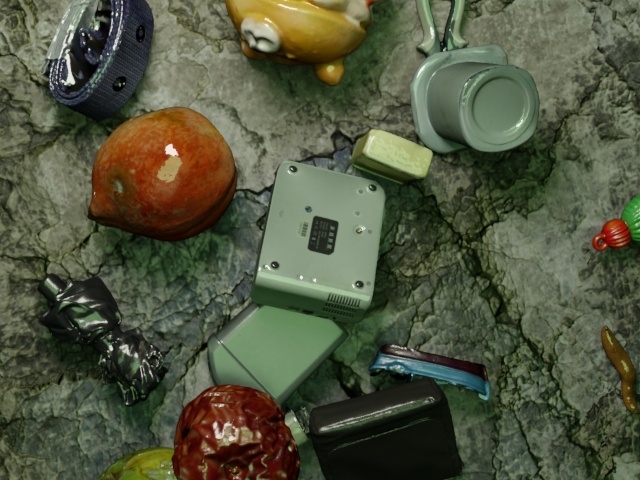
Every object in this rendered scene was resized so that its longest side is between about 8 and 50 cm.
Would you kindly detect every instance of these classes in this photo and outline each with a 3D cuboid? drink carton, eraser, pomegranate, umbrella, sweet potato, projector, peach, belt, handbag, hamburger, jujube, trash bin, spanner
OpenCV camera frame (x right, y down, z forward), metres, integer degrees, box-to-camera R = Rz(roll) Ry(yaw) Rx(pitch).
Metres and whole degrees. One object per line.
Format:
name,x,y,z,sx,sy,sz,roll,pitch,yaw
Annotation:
drink carton,0.271,-0.228,1.605,0.191,0.189,0.185,-9,109,-9
eraser,0.122,-0.143,1.615,0.117,0.172,0.058,22,88,-5
pomegranate,-0.259,0.488,1.582,0.302,0.236,0.236,36,88,-27
umbrella,-0.378,0.160,1.615,0.272,0.110,0.122,45,88,0
sweet potato,0.560,0.235,1.731,0.044,0.044,0.179,-24,99,-4
projector,0.000,0.000,1.593,0.198,0.108,0.250,14,58,-6
peach,-0.272,-0.101,1.555,0.256,0.232,0.232,-38,94,-14
belt,-0.369,-0.324,1.592,0.139,0.126,0.230,19,89,22
handbag,0.116,0.356,1.641,0.247,0.080,0.223,-16,125,1
hamburger,-0.037,-0.400,1.561,0.276,0.276,0.237,18,102,-5
jujube,-0.135,0.332,1.483,0.213,0.232,0.213,0,92,-11
trash bin,-0.087,0.189,1.643,0.236,0.101,0.177,-43,93,-6
spanner,0.219,-0.386,1.682,0.095,0.040,0.325,-3,97,-5

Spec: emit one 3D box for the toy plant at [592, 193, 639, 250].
toy plant,0.624,-0.038,1.709,0.154,0.088,0.240,39,95,-20

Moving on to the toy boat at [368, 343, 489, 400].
toy boat,0.195,0.250,1.666,0.223,0.100,0.097,13,81,-3

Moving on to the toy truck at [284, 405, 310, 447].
toy truck,-0.104,0.365,1.648,0.201,0.088,0.074,-29,95,-4
